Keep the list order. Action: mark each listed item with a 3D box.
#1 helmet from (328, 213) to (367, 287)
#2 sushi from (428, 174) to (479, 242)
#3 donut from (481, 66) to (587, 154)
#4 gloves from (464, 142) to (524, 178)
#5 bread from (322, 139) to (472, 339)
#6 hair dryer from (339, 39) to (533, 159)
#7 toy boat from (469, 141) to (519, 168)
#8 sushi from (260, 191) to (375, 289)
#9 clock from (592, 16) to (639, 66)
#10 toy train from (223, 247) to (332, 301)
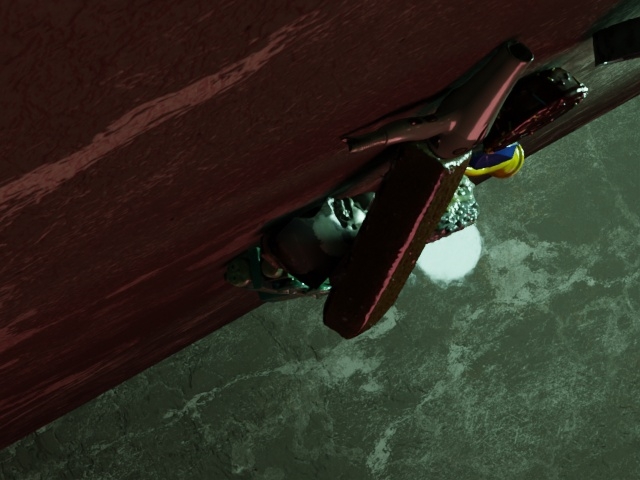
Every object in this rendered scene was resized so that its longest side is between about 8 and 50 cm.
[{"bbox_3d":[0.051,0.039,1.949,0.224,0.177,0.305,-29,176,16],"label":"helmet"},{"bbox_3d":[0.270,-0.084,1.896,0.274,0.184,0.139,-25,172,-27],"label":"sushi"},{"bbox_3d":[0.410,-0.259,1.528,0.235,0.089,0.235,-30,174,-3],"label":"donut"},{"bbox_3d":[0.448,-0.233,2.065,0.294,0.116,0.133,-2,126,-59],"label":"gloves"},{"bbox_3d":[0.138,-0.007,1.471,0.165,0.113,0.417,-23,143,-55],"label":"bread"},{"bbox_3d":[0.185,-0.197,1.092,0.267,0.092,0.229,-8,153,-49],"label":"hair dryer"},{"bbox_3d":[0.385,-0.211,1.750,0.129,0.088,0.295,-17,-176,16],"label":"toy boat"},{"bbox_3d":[-0.003,-0.020,1.534,0.109,0.134,0.273,-15,-158,50],"label":"sushi"},{"bbox_3d":[0.627,-0.367,1.321,0.312,0.062,0.312,-14,-174,1],"label":"clock"},{"bbox_3d":[-0.092,0.077,1.725,0.194,0.120,0.298,-12,169,19],"label":"toy train"}]
